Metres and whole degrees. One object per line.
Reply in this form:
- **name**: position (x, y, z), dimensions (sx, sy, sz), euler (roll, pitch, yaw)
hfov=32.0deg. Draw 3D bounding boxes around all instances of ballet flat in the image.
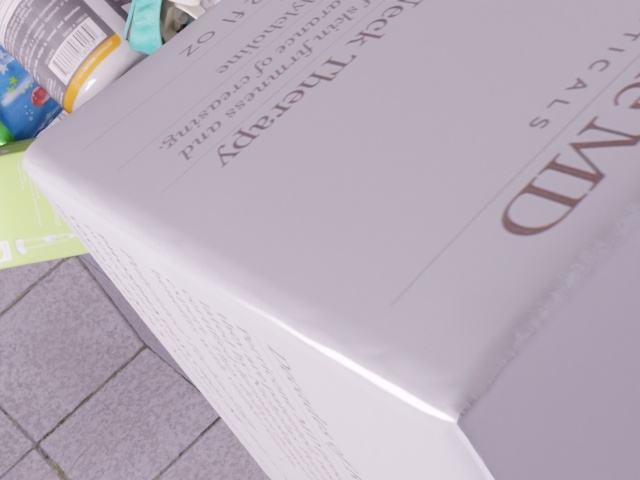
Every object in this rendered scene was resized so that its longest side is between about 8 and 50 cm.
- **ballet flat**: position (-0.152, -0.259, 1.139), dimensions (0.087, 0.083, 0.247), euler (21, 160, -3)

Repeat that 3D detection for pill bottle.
- **pill bottle**: position (-0.314, -0.279, 1.332), dimensions (0.278, 0.162, 0.162), euler (46, 164, 7)

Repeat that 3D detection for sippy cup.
- **sippy cup**: position (-0.452, -0.254, 1.631), dimensions (0.305, 0.224, 0.240), euler (51, 164, -13)

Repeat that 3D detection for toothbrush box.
- **toothbrush box**: position (-0.219, -0.066, 1.218), dimensions (0.206, 0.283, 0.122), euler (-93, -7, -79)

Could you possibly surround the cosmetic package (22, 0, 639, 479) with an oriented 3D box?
- **cosmetic package**: position (0.110, 0.013, 0.634), dimensions (0.393, 0.329, 0.327), euler (25, 153, 51)
